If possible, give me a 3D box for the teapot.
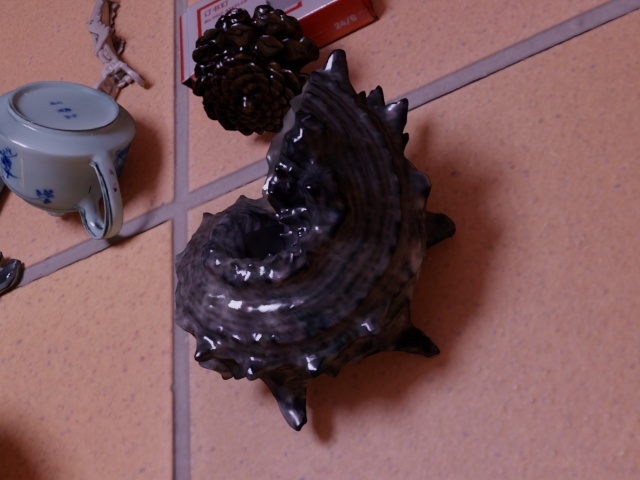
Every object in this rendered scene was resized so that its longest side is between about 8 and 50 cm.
[{"bbox_3d":[-0.291,-0.088,1.060,0.232,0.159,0.159,38,85,33],"label":"teapot"}]

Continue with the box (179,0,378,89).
[{"bbox_3d":[-0.054,-0.254,1.064,0.229,0.050,0.123,-22,50,19],"label":"box"}]

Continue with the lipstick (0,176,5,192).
[{"bbox_3d":[-0.448,-0.028,1.161,0.068,0.061,0.274,4,62,33],"label":"lipstick"}]

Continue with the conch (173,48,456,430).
[{"bbox_3d":[-0.013,-0.003,0.804,0.241,0.186,0.313,12,87,45],"label":"conch"}]

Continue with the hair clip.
[{"bbox_3d":[-0.279,-0.250,1.220,0.072,0.034,0.226,-35,47,10],"label":"hair clip"}]

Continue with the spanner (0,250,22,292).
[{"bbox_3d":[-0.451,0.136,1.086,0.071,0.017,0.302,30,80,42],"label":"spanner"}]

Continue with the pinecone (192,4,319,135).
[{"bbox_3d":[-0.064,-0.180,0.963,0.140,0.140,0.120,-12,40,26],"label":"pinecone"}]
